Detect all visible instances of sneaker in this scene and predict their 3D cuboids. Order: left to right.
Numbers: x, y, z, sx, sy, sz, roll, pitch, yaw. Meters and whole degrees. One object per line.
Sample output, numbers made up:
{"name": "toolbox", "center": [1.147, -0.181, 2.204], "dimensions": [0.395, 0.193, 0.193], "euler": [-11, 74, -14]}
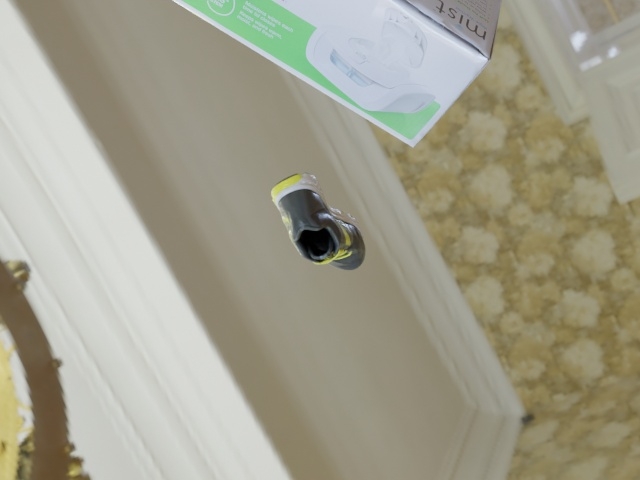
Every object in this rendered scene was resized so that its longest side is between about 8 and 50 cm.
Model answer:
{"name": "sneaker", "center": [0.000, 0.000, 0.543], "dimensions": [0.083, 0.031, 0.035], "euler": [44, -153, -52]}

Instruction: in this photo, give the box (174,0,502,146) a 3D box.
{"name": "box", "center": [0.028, -0.250, 0.954], "dimensions": [0.262, 0.127, 0.231], "euler": [30, -137, -12]}
